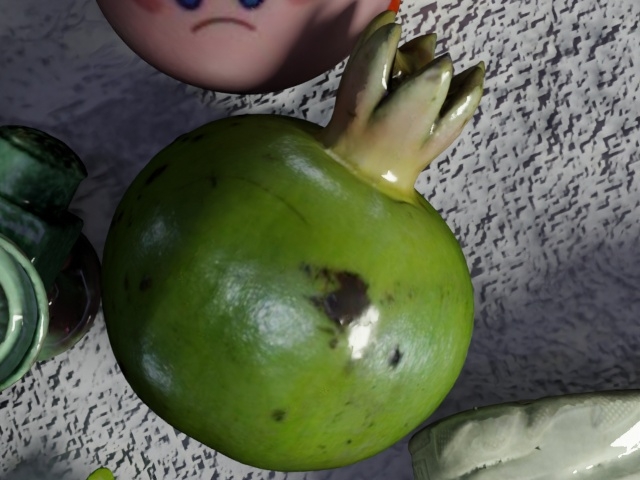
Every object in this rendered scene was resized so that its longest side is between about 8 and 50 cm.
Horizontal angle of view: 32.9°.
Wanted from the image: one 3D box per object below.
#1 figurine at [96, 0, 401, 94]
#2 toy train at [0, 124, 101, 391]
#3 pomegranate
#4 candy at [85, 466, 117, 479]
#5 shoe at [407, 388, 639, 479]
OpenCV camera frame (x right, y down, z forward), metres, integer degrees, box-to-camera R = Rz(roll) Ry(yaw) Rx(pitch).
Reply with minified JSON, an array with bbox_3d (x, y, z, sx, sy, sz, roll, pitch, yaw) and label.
[{"bbox_3d":[-0.038,-0.156,0.542,0.173,0.173,0.173,0,90,5],"label":"figurine"},{"bbox_3d":[-0.256,0.052,0.565,0.221,0.150,0.304,31,94,2],"label":"toy train"},{"bbox_3d":[-0.002,-0.001,0.525,0.187,0.187,0.225,34,107,4],"label":"pomegranate"},{"bbox_3d":[-0.152,0.252,0.599,0.149,0.069,0.246,42,94,1],"label":"candy"},{"bbox_3d":[0.225,0.167,0.529,0.342,0.132,0.211,-10,81,9],"label":"shoe"}]
